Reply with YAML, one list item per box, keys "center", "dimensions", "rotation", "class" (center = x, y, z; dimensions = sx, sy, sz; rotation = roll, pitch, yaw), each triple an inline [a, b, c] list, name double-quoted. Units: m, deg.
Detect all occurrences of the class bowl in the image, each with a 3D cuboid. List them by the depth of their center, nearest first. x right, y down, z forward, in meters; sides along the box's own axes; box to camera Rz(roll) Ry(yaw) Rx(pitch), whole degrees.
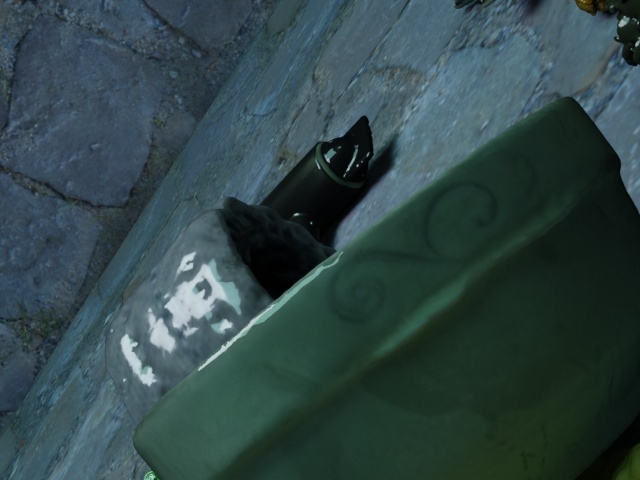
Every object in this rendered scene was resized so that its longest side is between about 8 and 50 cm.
- center: [0.062, 0.072, 0.591]
  dimensions: [0.307, 0.163, 0.307]
  rotation: [-38, -9, -7]
  class: "bowl"

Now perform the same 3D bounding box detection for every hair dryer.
- center: [0.000, 0.000, 1.168]
  dimensions: [0.195, 0.078, 0.248]
  rotation: [-46, 31, 33]
  class: "hair dryer"

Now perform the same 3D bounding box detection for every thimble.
- center: [-0.045, 0.090, 0.865]
  dimensions: [0.157, 0.217, 0.245]
  rotation: [-53, 39, 20]
  class: "thimble"

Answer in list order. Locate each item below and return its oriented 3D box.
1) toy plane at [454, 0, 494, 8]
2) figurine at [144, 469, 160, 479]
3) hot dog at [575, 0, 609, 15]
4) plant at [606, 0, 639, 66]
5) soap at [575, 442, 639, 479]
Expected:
- center: [0.185, -0.304, 1.116]
  dimensions: [0.262, 0.088, 0.192]
  rotation: [-20, 43, 63]
  class: "toy plane"
- center: [-0.130, 0.196, 1.113]
  dimensions: [0.156, 0.095, 0.115]
  rotation: [-58, 28, -12]
  class: "figurine"
- center: [0.247, -0.245, 0.937]
  dimensions: [0.062, 0.038, 0.144]
  rotation: [-47, 18, 40]
  class: "hot dog"
- center: [0.253, -0.157, 0.697]
  dimensions: [0.143, 0.092, 0.094]
  rotation: [-9, 59, 60]
  class: "plant"
- center: [0.138, 0.198, 0.357]
  dimensions: [0.306, 0.115, 0.427]
  rotation: [-57, 16, -23]
  class: "soap"
